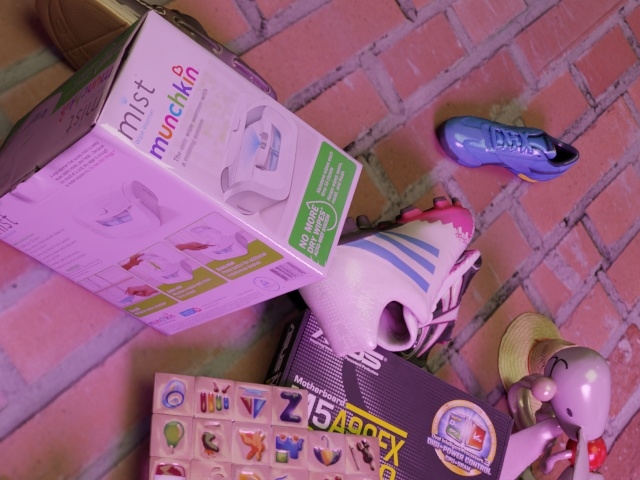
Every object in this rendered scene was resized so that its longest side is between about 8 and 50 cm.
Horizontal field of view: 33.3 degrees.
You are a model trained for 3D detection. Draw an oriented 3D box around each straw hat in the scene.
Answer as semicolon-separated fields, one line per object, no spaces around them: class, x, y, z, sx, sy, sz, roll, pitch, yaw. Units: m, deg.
straw hat;0.295;0.154;1.352;0.144;0.061;0.145;13;68;-35

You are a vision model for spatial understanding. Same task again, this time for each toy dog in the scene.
toy dog;0.245;0.298;1.180;0.161;0.220;0.334;-6;77;-25

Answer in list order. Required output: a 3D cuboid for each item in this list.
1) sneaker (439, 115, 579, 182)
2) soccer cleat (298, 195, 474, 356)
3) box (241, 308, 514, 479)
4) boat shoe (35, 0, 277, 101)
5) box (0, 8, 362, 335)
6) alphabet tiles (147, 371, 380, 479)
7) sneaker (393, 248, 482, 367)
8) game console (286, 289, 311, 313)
sneaker;0.248;-0.127;1.390;0.209;0.082;0.069;12;71;-34
soccer cleat;0.082;0.041;1.154;0.331;0.116;0.143;-14;83;-57
box;0.055;0.227;1.104;0.270;0.060;0.216;30;60;-14
boat shoe;-0.154;-0.185;1.078;0.285;0.102;0.092;34;52;-30
box;-0.142;-0.040;0.932;0.231;0.262;0.127;34;57;-25
alphabet tiles;-0.048;0.233;1.007;0.237;0.009;0.198;11;65;-24
sneaker;0.132;0.080;1.252;0.178;0.072;0.077;-42;115;-31
game console;0.000;0.000;1.161;0.071;0.107;0.122;33;52;8
